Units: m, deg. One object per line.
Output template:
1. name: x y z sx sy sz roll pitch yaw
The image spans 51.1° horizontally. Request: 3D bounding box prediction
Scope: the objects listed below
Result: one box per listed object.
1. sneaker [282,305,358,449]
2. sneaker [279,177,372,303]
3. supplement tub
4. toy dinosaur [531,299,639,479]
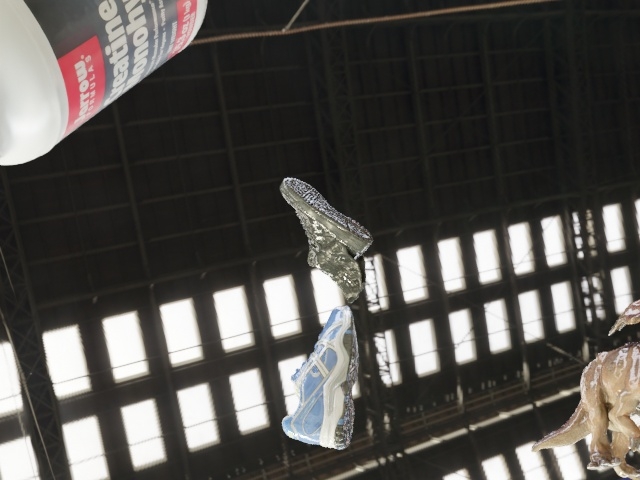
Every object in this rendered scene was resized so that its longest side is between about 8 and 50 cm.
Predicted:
1. sneaker: 0.005 0.165 0.862 0.081 0.080 0.211 -2 -140 12
2. sneaker: 0.001 -0.001 0.886 0.170 0.089 0.051 36 -152 1
3. supplement tub: -0.237 -0.182 0.534 0.191 0.191 0.272 44 -129 -10
4. toy dinosaur: 0.369 0.162 0.797 0.127 0.295 0.200 11 -127 -21
